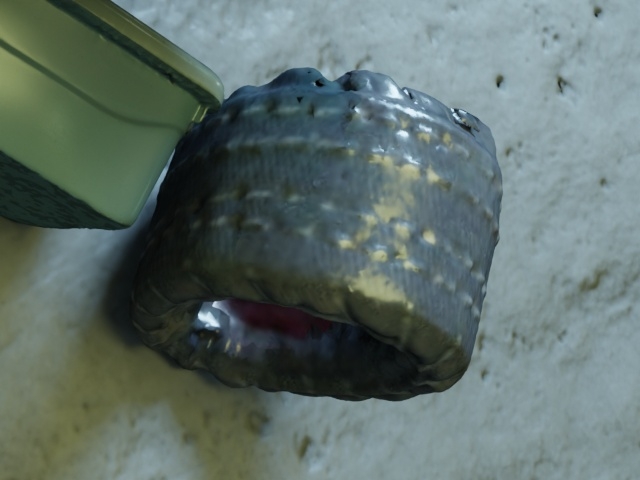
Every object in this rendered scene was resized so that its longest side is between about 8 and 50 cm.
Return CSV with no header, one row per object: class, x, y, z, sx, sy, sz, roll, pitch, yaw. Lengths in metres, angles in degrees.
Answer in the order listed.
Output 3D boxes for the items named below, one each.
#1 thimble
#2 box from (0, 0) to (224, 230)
thimble,0.000,0.000,1.275,0.205,0.236,0.172,28,63,-28
box,-0.186,-0.101,1.185,0.227,0.162,0.130,32,72,-32
